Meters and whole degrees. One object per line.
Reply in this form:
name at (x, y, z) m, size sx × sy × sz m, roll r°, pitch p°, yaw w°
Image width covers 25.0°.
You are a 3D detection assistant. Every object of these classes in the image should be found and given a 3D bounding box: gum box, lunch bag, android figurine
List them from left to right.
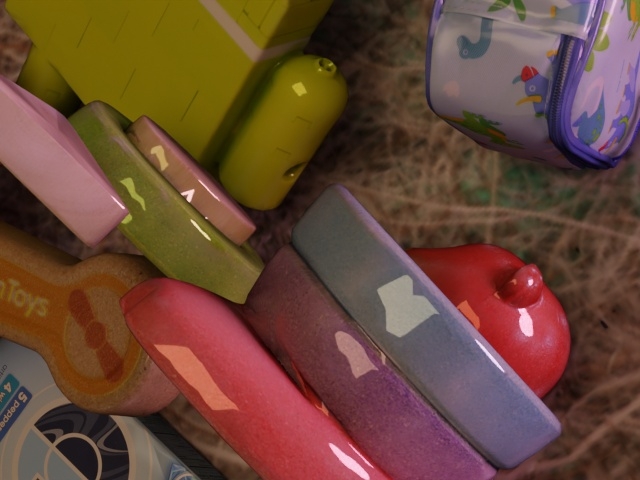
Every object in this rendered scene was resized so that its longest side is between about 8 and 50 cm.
gum box at (-0.151, 0.158, 0.843) m, size 0.184 × 0.041 × 0.157 m, roll 39°, pitch 97°, yaw 25°
android figurine at (-0.083, -0.138, 0.793) m, size 0.248 × 0.056 × 0.273 m, roll 48°, pitch 130°, yaw 17°
lunch bag at (0.129, -0.147, 0.707) m, size 0.090 × 0.176 × 0.219 m, roll 15°, pitch 89°, yaw 20°

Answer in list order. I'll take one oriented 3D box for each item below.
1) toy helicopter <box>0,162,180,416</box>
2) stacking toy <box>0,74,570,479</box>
toy helicopter at (-0.198, -0.006, 0.805) m, size 0.355 × 0.140 × 0.235 m, roll 19°, pitch 92°, yaw 35°
stacking toy at (0.000, 0.000, 0.649) m, size 0.130 × 0.309 × 0.279 m, roll -43°, pitch 82°, yaw 3°
